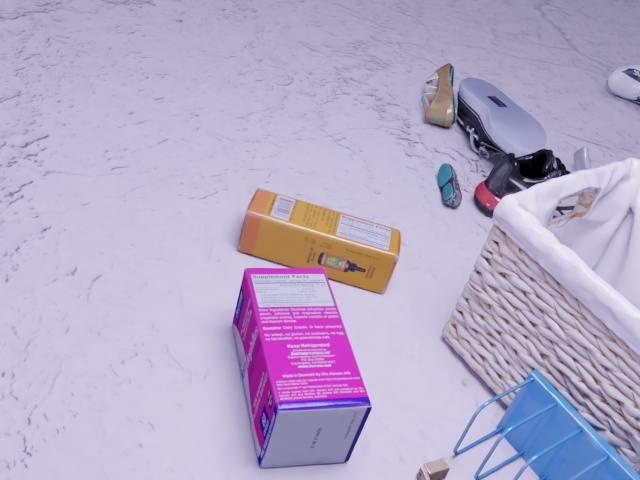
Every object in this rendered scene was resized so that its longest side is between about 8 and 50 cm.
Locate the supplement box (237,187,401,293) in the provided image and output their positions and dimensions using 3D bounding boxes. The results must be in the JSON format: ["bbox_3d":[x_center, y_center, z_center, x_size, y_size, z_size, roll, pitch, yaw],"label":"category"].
[{"bbox_3d":[0.000,0.000,1.084,0.233,0.078,0.080,18,35,0],"label":"supplement box"}]

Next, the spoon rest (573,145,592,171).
[{"bbox_3d":[0.659,-0.132,1.476,0.276,0.137,0.084,7,80,-2],"label":"spoon rest"}]

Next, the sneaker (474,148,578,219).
[{"bbox_3d":[0.427,-0.094,1.312,0.276,0.135,0.097,10,37,-11],"label":"sneaker"}]

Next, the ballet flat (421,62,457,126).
[{"bbox_3d":[0.258,-0.327,1.578,0.073,0.080,0.232,3,37,6],"label":"ballet flat"}]

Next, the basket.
[{"bbox_3d":[0.403,0.103,0.961,0.328,0.266,0.331,-17,49,-35],"label":"basket"}]

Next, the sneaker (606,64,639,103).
[{"bbox_3d":[0.857,-0.366,1.831,0.235,0.094,0.153,20,29,-13],"label":"sneaker"}]

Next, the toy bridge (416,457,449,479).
[{"bbox_3d":[0.153,0.330,0.785,0.063,0.026,0.188,-7,45,-24],"label":"toy bridge"}]

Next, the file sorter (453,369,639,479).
[{"bbox_3d":[0.253,0.263,0.832,0.105,0.118,0.170,-16,49,-31],"label":"file sorter"}]

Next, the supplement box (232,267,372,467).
[{"bbox_3d":[-0.031,0.145,0.869,0.114,0.111,0.220,2,40,-18],"label":"supplement box"}]

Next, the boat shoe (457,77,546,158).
[{"bbox_3d":[0.351,-0.222,1.462,0.113,0.105,0.306,-5,37,-20],"label":"boat shoe"}]

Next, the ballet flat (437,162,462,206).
[{"bbox_3d":[0.241,-0.098,1.330,0.041,0.041,0.114,12,39,-7],"label":"ballet flat"}]
